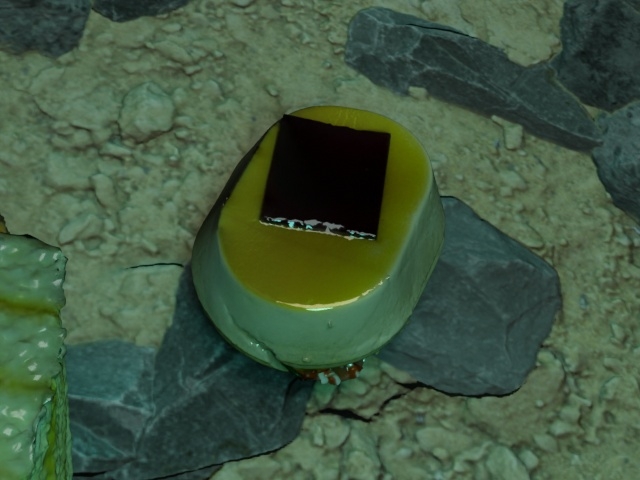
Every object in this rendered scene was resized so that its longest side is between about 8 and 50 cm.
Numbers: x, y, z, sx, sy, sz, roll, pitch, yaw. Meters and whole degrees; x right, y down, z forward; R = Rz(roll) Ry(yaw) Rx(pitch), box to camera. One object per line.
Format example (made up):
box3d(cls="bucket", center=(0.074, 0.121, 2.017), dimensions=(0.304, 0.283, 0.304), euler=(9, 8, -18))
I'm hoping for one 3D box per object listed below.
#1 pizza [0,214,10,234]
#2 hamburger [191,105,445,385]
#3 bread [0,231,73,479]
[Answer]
box3d(cls="pizza", center=(-0.354, 0.014, 1.232), dimensions=(0.204, 0.080, 0.188), euler=(6, 76, -25))
box3d(cls="hamburger", center=(0.000, 0.000, 1.300), dimensions=(0.227, 0.151, 0.295), euler=(23, 56, 8))
box3d(cls="bread", center=(-0.315, 0.200, 0.988), dimensions=(0.239, 0.264, 0.395), euler=(10, 42, 5))
